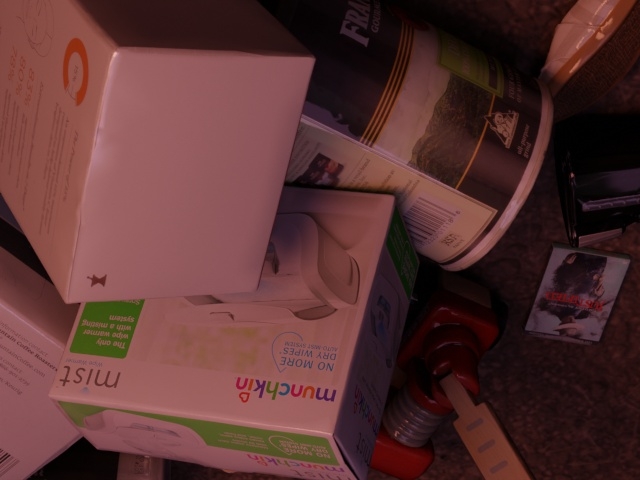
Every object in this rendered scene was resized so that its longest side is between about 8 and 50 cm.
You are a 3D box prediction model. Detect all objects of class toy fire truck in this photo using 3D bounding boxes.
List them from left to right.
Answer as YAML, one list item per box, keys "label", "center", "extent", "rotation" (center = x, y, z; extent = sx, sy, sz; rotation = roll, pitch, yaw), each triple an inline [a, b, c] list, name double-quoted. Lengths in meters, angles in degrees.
- label: "toy fire truck"
  center: [0.121, 0.183, 1.555]
  extent: [0.158, 0.246, 0.217]
  rotation: [24, 121, -16]

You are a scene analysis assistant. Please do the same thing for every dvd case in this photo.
- label: "dvd case"
  center: [0.273, 0.059, 1.611]
  extent: [0.087, 0.013, 0.119]
  rotation: [10, 125, -7]

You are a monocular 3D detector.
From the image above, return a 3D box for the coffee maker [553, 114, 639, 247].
- label: "coffee maker"
  center: [0.319, -0.083, 1.465]
  extent: [0.178, 0.120, 0.171]
  rotation: [-6, 102, 3]

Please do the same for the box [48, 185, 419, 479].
- label: "box"
  center: [-0.069, 0.077, 1.321]
  extent: [0.262, 0.231, 0.127]
  rotation: [6, 151, 20]

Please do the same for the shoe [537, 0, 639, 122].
- label: "shoe"
  center: [0.267, -0.198, 1.411]
  extent: [0.076, 0.058, 0.219]
  rotation: [4, 136, -41]

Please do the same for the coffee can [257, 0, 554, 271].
- label: "coffee can"
  center: [0.043, -0.116, 1.373]
  extent: [0.275, 0.201, 0.201]
  rotation: [25, 121, -18]

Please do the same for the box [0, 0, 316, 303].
- label: "box"
  center: [-0.172, -0.131, 1.239]
  extent: [0.168, 0.345, 0.215]
  rotation: [-2, 123, -30]

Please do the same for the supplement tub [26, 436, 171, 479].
- label: "supplement tub"
  center: [-0.327, 0.291, 1.661]
  extent: [0.316, 0.193, 0.193]
  rotation: [3, 125, -2]

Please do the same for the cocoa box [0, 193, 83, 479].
- label: "cocoa box"
  center: [-0.367, 0.042, 1.463]
  extent: [0.231, 0.228, 0.347]
  rotation: [-38, 118, 25]
